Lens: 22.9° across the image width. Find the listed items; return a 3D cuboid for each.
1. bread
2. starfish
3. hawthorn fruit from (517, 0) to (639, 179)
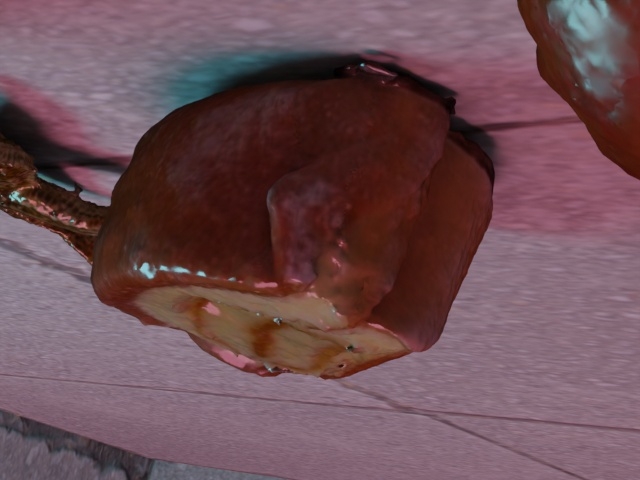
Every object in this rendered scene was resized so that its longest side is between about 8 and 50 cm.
[{"bbox_3d":[-0.012,-0.004,0.794,0.190,0.123,0.244,17,165,-7],"label":"bread"},{"bbox_3d":[-0.212,-0.037,0.983,0.277,0.062,0.236,17,169,22],"label":"starfish"},{"bbox_3d":[0.119,-0.075,0.368,0.133,0.133,0.138,25,149,-38],"label":"hawthorn fruit"}]
